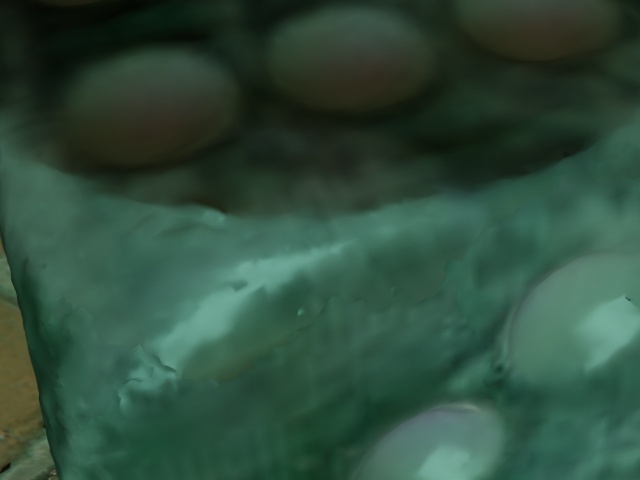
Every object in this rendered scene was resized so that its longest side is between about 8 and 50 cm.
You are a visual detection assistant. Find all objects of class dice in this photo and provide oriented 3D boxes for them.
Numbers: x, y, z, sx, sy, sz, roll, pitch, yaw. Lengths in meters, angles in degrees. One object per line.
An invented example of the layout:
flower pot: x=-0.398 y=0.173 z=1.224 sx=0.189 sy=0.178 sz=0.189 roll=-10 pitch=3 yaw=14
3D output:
dice: x=0.000 y=0.000 z=0.614 sx=0.328 sy=0.330 sz=0.348 roll=-14 pitch=131 yaw=-14
